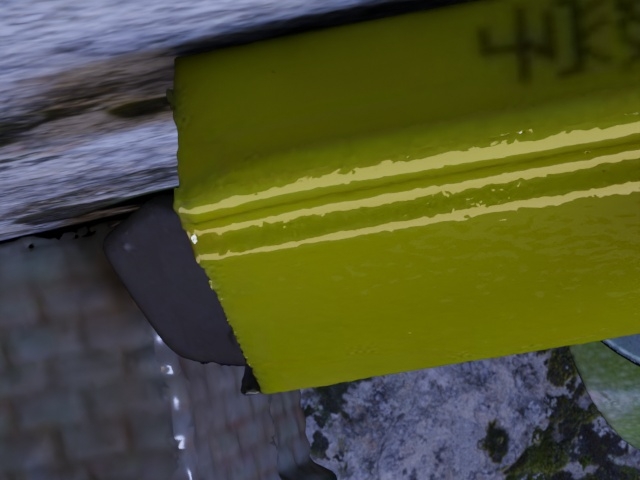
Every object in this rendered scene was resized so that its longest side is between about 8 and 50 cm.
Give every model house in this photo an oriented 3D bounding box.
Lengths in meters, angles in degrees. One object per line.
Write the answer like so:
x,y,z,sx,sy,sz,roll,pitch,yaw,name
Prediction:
-0.002,0.008,1.035,0.229,0.122,0.188,3,-163,28,model house
-0.196,0.203,1.304,0.395,0.399,0.445,-15,177,15,model house

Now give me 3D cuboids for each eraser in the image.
0.066,-0.020,0.562,0.226,0.069,0.158,-10,147,4,eraser

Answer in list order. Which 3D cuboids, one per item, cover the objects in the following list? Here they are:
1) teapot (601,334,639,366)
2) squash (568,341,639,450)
0.173,-0.031,0.710,0.239,0.162,0.149,-12,-171,18,teapot
0.388,0.008,1.132,0.384,0.263,0.263,-14,176,35,squash
